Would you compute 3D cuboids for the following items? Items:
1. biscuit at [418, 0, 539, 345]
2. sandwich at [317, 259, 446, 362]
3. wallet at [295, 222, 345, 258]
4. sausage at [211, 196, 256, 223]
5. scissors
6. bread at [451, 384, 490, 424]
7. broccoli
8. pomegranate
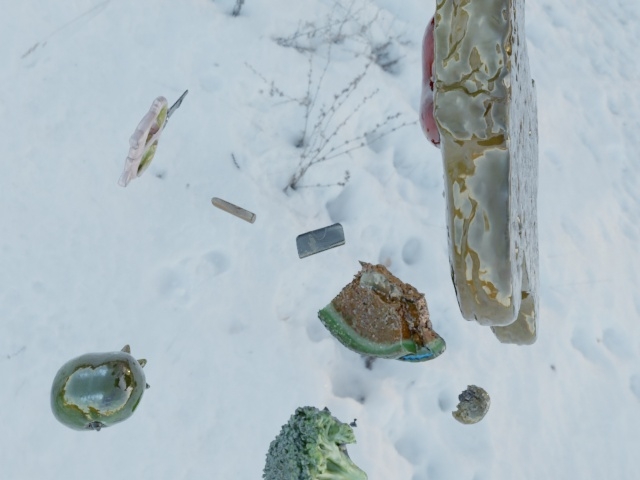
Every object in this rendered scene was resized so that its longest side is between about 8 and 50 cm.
[{"bbox_3d":[0.170,-0.090,0.552,0.394,0.076,0.367,29,62,-62],"label":"biscuit"},{"bbox_3d":[0.103,0.138,0.959,0.235,0.159,0.079,34,33,29],"label":"sandwich"},{"bbox_3d":[0.000,0.000,1.698,0.157,0.018,0.082,-17,119,-13],"label":"wallet"},{"bbox_3d":[-0.197,-0.069,1.250,0.116,0.026,0.026,24,53,18],"label":"sausage"},{"bbox_3d":[-0.286,-0.210,0.999,0.024,0.160,0.317,23,35,-9],"label":"scissors"},{"bbox_3d":[0.403,0.433,1.475,0.113,0.082,0.060,-51,120,-30],"label":"bread"},{"bbox_3d":[0.004,0.626,1.542,0.281,0.348,0.293,30,101,-21],"label":"broccoli"},{"bbox_3d":[-0.379,0.255,0.982,0.152,0.191,0.130,-6,94,-1],"label":"pomegranate"}]
